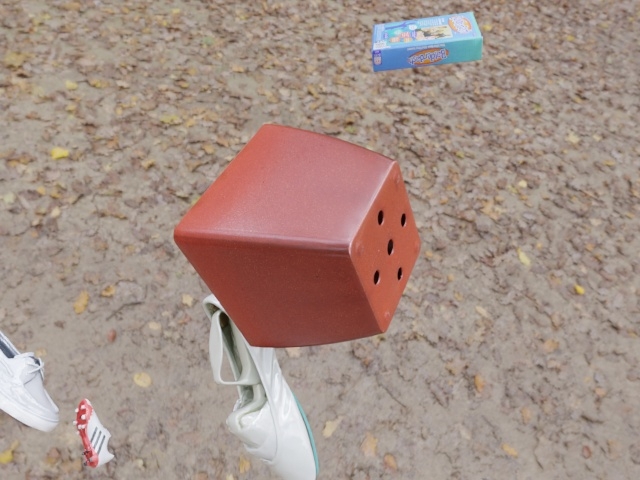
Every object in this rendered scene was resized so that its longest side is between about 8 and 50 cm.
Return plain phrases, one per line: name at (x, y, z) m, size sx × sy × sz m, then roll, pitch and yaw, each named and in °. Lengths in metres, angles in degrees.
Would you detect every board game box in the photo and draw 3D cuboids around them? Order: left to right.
board game box at (0.213, -0.408, 1.014) m, size 0.210 × 0.047 × 0.160 m, roll -3°, pitch 40°, yaw 11°

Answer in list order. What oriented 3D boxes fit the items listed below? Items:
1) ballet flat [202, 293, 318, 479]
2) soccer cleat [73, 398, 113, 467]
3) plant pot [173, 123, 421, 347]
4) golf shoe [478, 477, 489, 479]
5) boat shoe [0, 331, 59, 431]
ballet flat at (-0.126, 0.269, 0.902) m, size 0.139 × 0.139 × 0.400 m, roll -14°, pitch 81°, yaw -23°
soccer cleat at (-0.280, 0.237, 0.614) m, size 0.036 × 0.029 × 0.083 m, roll 9°, pitch 52°, yaw -55°
plant pot at (0.000, 0.000, 0.742) m, size 0.236 × 0.267 × 0.267 m, roll 4°, pitch 47°, yaw 32°
golf shoe at (0.287, 0.481, 0.861) m, size 0.086 × 0.186 × 0.067 m, roll -24°, pitch 91°, yaw 5°
boat shoe at (-0.406, 0.175, 0.658) m, size 0.184 × 0.066 × 0.063 m, roll 36°, pitch 75°, yaw 15°
